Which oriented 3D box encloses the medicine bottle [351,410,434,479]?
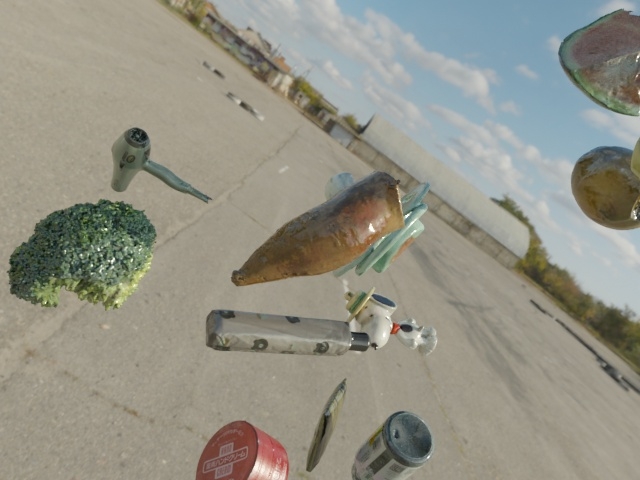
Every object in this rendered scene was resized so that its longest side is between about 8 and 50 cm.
[{"bbox_3d":[0.179,0.580,1.372,0.142,0.293,0.141,13,44,-13],"label":"medicine bottle"}]

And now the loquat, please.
[{"bbox_3d":[0.671,-0.120,1.168,0.179,0.179,0.227,34,21,-24],"label":"loquat"}]

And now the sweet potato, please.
[{"bbox_3d":[0.000,0.001,0.902,0.131,0.337,0.131,56,-8,11],"label":"sweet potato"}]

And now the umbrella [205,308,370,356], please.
[{"bbox_3d":[-0.053,0.182,0.984,0.338,0.067,0.073,10,63,-27],"label":"umbrella"}]

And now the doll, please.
[{"bbox_3d":[0.207,0.249,1.548,0.272,0.144,0.208,8,46,-29],"label":"doll"}]

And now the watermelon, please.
[{"bbox_3d":[0.514,-0.332,0.961,0.146,0.128,0.231,7,49,7],"label":"watermelon"}]

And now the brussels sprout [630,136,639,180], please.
[{"bbox_3d":[0.540,-0.103,0.717,0.181,0.161,0.144,11,10,44],"label":"brussels sprout"}]

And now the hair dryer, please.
[{"bbox_3d":[-0.444,-0.151,1.335,0.267,0.229,0.092,47,46,-25],"label":"hair dryer"}]

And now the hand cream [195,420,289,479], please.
[{"bbox_3d":[-0.180,0.530,1.191,0.125,0.193,0.193,49,3,-34],"label":"hand cream"}]

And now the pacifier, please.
[{"bbox_3d":[0.121,-0.064,1.307,0.269,0.343,0.288,43,-8,-6],"label":"pacifier"}]

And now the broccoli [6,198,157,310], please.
[{"bbox_3d":[-0.591,0.071,1.322,0.249,0.375,0.301,43,-27,39],"label":"broccoli"}]

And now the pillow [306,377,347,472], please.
[{"bbox_3d":[0.020,0.536,1.504,0.052,0.208,0.212,19,20,16],"label":"pillow"}]
